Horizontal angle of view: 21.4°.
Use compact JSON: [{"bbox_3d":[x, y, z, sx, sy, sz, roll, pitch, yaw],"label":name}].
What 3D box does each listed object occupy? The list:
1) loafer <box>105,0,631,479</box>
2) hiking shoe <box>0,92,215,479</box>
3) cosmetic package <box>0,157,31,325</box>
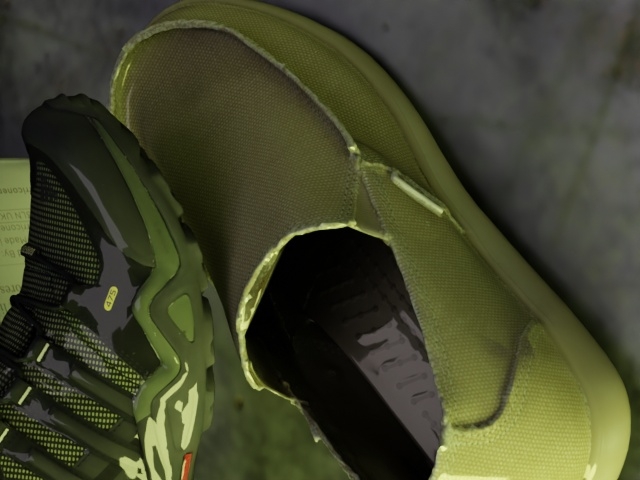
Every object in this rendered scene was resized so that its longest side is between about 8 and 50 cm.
[{"bbox_3d":[0.000,0.000,0.624,0.268,0.092,0.102,45,120,28],"label":"loafer"},{"bbox_3d":[-0.100,0.061,0.617,0.086,0.114,0.227,-178,79,-69],"label":"hiking shoe"},{"bbox_3d":[-0.176,0.178,0.750,0.217,0.156,0.385,-28,77,38],"label":"cosmetic package"}]
